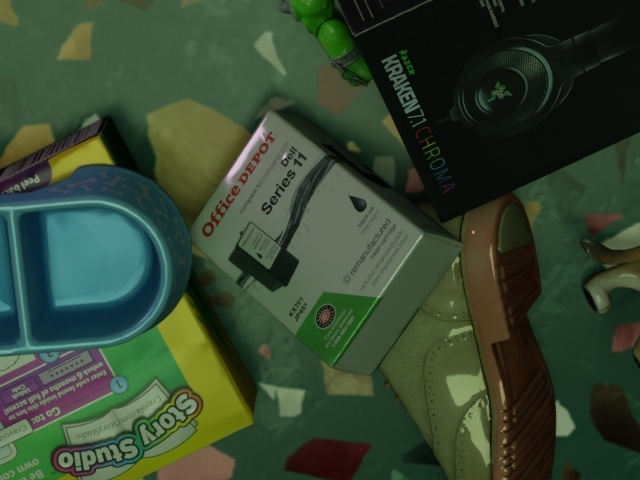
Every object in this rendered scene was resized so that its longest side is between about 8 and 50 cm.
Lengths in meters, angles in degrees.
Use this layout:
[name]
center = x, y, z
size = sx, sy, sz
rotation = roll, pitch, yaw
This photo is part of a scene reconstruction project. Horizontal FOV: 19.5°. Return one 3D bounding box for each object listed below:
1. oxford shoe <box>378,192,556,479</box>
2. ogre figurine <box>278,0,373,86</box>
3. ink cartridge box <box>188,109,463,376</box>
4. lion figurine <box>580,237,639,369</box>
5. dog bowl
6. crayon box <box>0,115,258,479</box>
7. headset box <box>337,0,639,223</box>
[oxford shoe]
center = 0.137, 0.144, 1.791
size = 0.146, 0.140, 0.397
rotation = 1, 105, 25
[ogre figurine]
center = 0.041, -0.244, 1.701
size = 0.118, 0.097, 0.197
rotation = 22, 131, -20
[ink cartridge box]
center = 0.000, 0.000, 1.704
size = 0.208, 0.087, 0.153
rotation = 40, 102, 29
[lion figurine]
center = 0.429, 0.119, 1.768
size = 0.240, 0.142, 0.392
rotation = -29, 98, -2
[dog bowl]
center = -0.263, 0.026, 1.657
size = 0.297, 0.074, 0.166
rotation = -5, 103, -2
[crayon box]
center = -0.289, 0.105, 1.769
size = 0.363, 0.106, 0.313
rotation = -26, 103, 5
[headset box]
center = 0.180, -0.188, 1.642
size = 0.283, 0.131, 0.246
rotation = -24, 133, 3
